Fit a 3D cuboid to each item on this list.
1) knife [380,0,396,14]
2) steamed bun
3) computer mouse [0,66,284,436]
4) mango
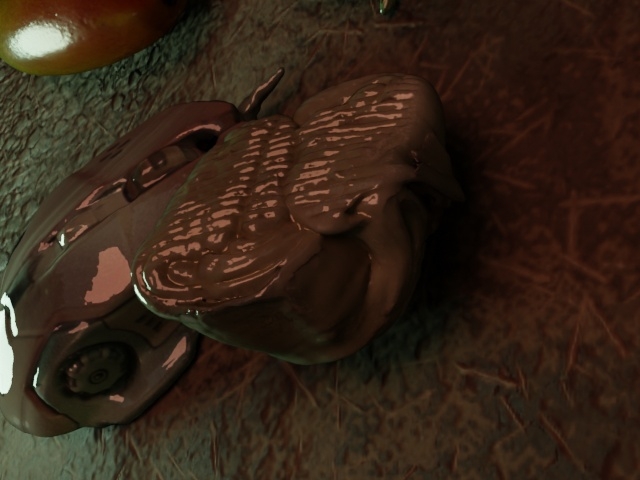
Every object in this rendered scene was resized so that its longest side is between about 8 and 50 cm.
[{"bbox_3d":[0.077,-0.279,0.863,0.030,0.014,0.207,4,72,46],"label":"knife"},{"bbox_3d":[0.002,-0.001,0.714,0.211,0.144,0.218,-16,31,20],"label":"steamed bun"},{"bbox_3d":[-0.162,0.004,0.863,0.389,0.115,0.199,-51,51,10],"label":"computer mouse"},{"bbox_3d":[-0.245,-0.231,1.031,0.289,0.129,0.146,-15,63,44],"label":"mango"}]
